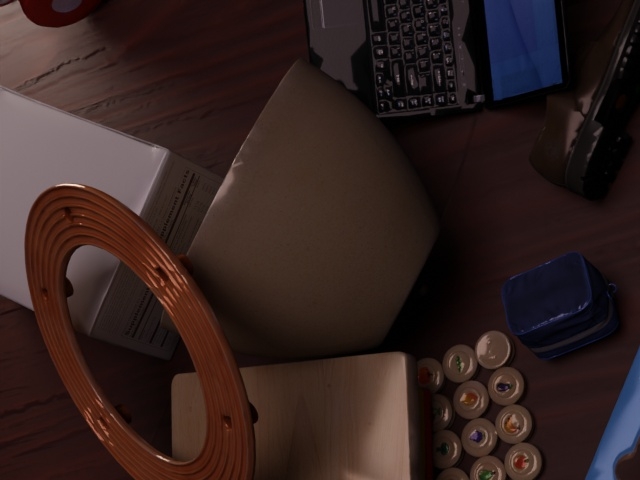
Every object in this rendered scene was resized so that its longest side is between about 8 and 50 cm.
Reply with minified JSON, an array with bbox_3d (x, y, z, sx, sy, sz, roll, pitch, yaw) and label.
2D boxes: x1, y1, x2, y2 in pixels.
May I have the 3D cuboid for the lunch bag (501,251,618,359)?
[{"bbox_3d":[0.221,0.059,1.521,0.098,0.065,0.067,-23,50,24],"label":"lunch bag"}]

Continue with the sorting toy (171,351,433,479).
[{"bbox_3d":[-0.009,0.246,1.581,0.255,0.089,0.257,-8,77,29],"label":"sorting toy"}]

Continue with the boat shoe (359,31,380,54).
[{"bbox_3d":[0.033,-0.184,1.713,0.038,0.046,0.125,46,109,27],"label":"boat shoe"}]

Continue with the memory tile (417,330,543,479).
[{"bbox_3d":[0.143,0.166,1.567,0.113,0.012,0.148,-22,66,23],"label":"memory tile"}]

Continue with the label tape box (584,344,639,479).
[{"bbox_3d":[0.381,0.240,1.351,0.333,0.106,0.241,22,87,34],"label":"label tape box"}]

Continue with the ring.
[{"bbox_3d":[-0.162,0.099,1.530,0.336,0.032,0.337,33,138,37],"label":"ring"}]

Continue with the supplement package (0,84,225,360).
[{"bbox_3d":[-0.253,-0.020,1.774,0.262,0.145,0.204,22,88,34],"label":"supplement package"}]

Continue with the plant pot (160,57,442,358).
[{"bbox_3d":[0.000,0.000,1.574,0.191,0.284,0.284,28,92,1],"label":"plant pot"}]

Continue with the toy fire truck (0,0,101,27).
[{"bbox_3d":[-0.308,-0.383,1.842,0.302,0.254,0.169,-33,62,18],"label":"toy fire truck"}]

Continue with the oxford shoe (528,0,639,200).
[{"bbox_3d":[0.254,-0.158,1.553,0.096,0.083,0.227,26,90,36],"label":"oxford shoe"}]

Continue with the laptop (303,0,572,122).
[{"bbox_3d":[0.100,-0.238,1.596,0.264,0.136,0.234,-6,88,12],"label":"laptop"}]
